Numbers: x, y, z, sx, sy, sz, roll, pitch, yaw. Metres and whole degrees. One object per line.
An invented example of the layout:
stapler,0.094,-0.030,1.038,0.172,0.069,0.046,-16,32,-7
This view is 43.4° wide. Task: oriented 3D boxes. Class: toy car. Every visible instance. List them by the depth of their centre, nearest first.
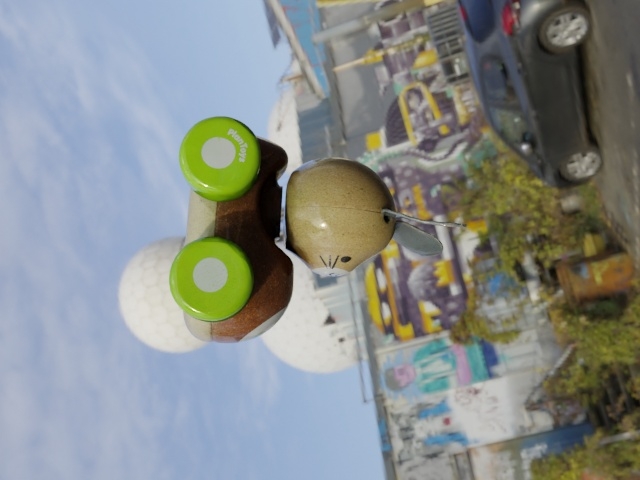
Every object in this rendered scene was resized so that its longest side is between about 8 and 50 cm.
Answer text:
toy car,0.000,0.000,0.564,0.155,0.188,0.149,111,161,-80
